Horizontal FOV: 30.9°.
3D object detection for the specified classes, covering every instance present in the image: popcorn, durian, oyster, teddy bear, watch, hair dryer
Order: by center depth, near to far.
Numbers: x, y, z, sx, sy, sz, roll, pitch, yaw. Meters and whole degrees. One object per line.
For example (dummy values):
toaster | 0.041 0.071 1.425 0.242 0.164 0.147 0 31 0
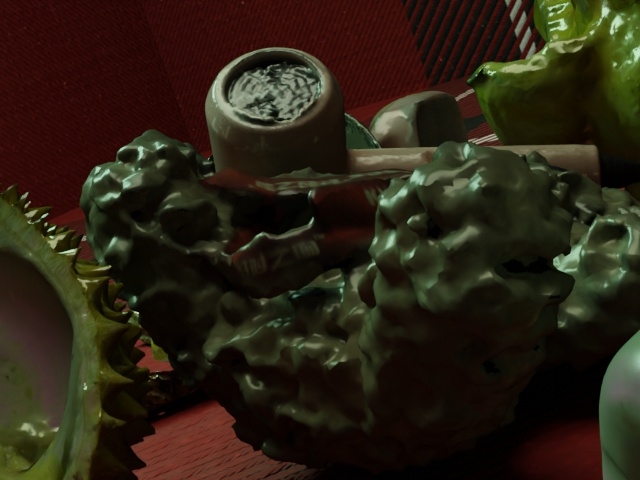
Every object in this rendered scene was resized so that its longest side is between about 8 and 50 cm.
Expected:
durian | -0.188 0.126 0.657 0.166 0.306 0.172 24 -5 -18
teddy bear | 0.081 0.012 0.764 0.357 0.225 0.367 5 20 44
hair dryer | 0.090 -0.062 0.903 0.344 0.189 0.107 -3 52 1
popcorn | 0.293 -0.141 0.990 0.325 0.290 0.321 -23 0 -15
oyster | -0.129 0.130 1.010 0.132 0.029 0.086 -31 -15 9
watch | 0.033 -0.064 1.330 0.241 0.162 0.253 -12 6 27

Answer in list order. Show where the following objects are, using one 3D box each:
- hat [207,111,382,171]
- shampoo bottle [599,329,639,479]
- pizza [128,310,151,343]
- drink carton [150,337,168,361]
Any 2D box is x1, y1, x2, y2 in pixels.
hat | 0.000 0.000 1.109 0.265 0.266 0.128 -10 -17 42
shampoo bottle | 0.270 0.046 0.339 0.349 0.151 0.222 -22 33 -11
pizza | -0.090 0.060 1.224 0.292 0.058 0.197 -16 11 17
drink carton | -0.065 0.047 1.021 0.200 0.084 0.074 -29 -29 34
